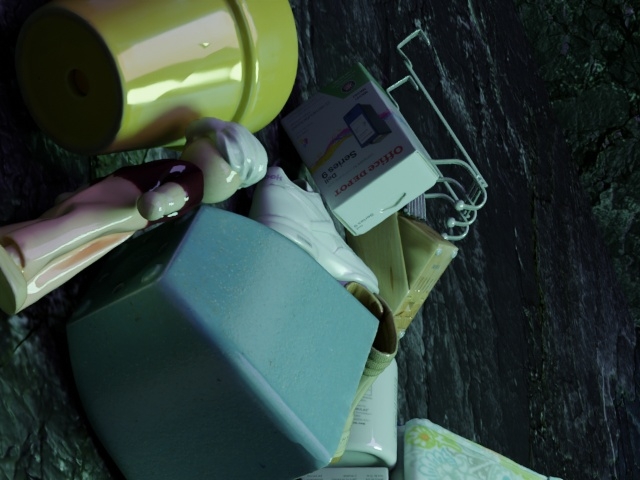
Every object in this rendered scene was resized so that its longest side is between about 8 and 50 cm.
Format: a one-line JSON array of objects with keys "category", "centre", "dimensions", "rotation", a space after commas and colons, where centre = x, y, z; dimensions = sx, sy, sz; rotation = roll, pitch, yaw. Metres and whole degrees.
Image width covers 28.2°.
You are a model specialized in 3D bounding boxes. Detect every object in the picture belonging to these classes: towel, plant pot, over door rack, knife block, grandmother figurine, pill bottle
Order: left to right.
[{"category": "grandmother figurine", "centre": [-0.197, -0.033, 1.275], "dimensions": [0.342, 0.208, 0.104], "rotation": [-28, 119, -34]}, {"category": "plant pot", "centre": [-0.193, -0.201, 1.403], "dimensions": [0.239, 0.254, 0.254], "rotation": [-32, 107, -48]}, {"category": "plant pot", "centre": [-0.126, 0.111, 1.387], "dimensions": [0.252, 0.248, 0.247], "rotation": [52, 33, -20]}, {"category": "pill bottle", "centre": [0.044, 0.211, 1.807], "dimensions": [0.131, 0.131, 0.229], "rotation": [46, 39, -49]}, {"category": "knife block", "centre": [0.088, -0.001, 2.087], "dimensions": [0.275, 0.242, 0.088], "rotation": [-58, 154, 10]}, {"category": "over door rack", "centre": [0.179, -0.168, 2.222], "dimensions": [0.239, 0.108, 0.324], "rotation": [99, -29, -77]}, {"category": "towel", "centre": [0.235, 0.443, 1.748], "dimensions": [0.321, 0.090, 0.374], "rotation": [26, 37, -19]}]

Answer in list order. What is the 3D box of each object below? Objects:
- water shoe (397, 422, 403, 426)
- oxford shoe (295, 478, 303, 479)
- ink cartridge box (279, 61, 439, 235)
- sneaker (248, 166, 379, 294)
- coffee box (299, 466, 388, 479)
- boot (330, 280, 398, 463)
[{"category": "water shoe", "centre": [0.092, 0.283, 1.945], "dimensions": [0.203, 0.073, 0.080], "rotation": [17, 61, -63]}, {"category": "oxford shoe", "centre": [-0.070, 0.334, 1.543], "dimensions": [0.097, 0.098, 0.271], "rotation": [8, 71, -64]}, {"category": "ink cartridge box", "centre": [0.056, -0.136, 1.886], "dimensions": [0.093, 0.154, 0.212], "rotation": [42, 16, -52]}, {"category": "sneaker", "centre": [0.000, 0.000, 1.836], "dimensions": [0.305, 0.114, 0.152], "rotation": [42, 43, -51]}, {"category": "coffee box", "centre": [0.027, 0.450, 1.599], "dimensions": [0.168, 0.119, 0.297], "rotation": [95, -5, -65]}, {"category": "boot", "centre": [0.002, 0.122, 1.610], "dimensions": [0.095, 0.203, 0.262], "rotation": [9, 35, -27]}]
